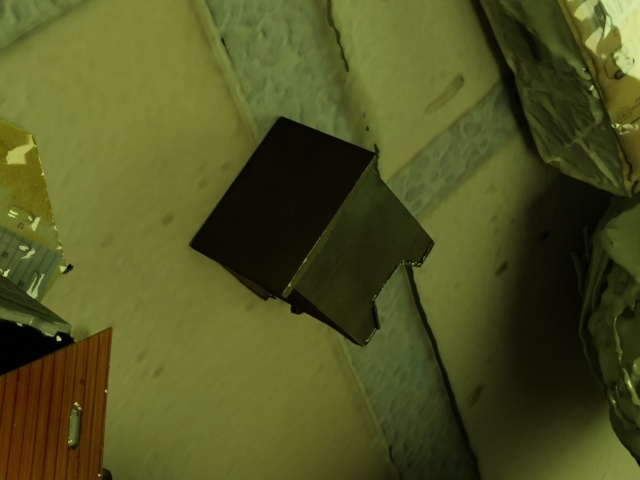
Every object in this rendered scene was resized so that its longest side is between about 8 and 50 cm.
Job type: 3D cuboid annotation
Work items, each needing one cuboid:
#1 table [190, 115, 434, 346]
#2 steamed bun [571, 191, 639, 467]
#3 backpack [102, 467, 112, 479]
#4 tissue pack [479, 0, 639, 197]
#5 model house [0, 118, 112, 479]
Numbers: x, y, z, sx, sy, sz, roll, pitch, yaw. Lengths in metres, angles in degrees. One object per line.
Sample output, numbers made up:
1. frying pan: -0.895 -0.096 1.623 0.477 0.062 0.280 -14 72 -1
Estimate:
1. table: 0.000 0.000 0.610 0.083 0.070 0.082 -56 139 -10
2. steamed bun: 0.305 0.086 0.775 0.233 0.334 0.312 -19 156 13
3. backpack: -0.104 0.305 0.552 0.353 0.201 0.378 -47 134 -17
4. tissue pack: 0.201 -0.164 0.710 0.222 0.090 0.186 -49 131 -18
5. model house: -0.171 0.041 0.419 0.219 0.136 0.207 34 85 -45
